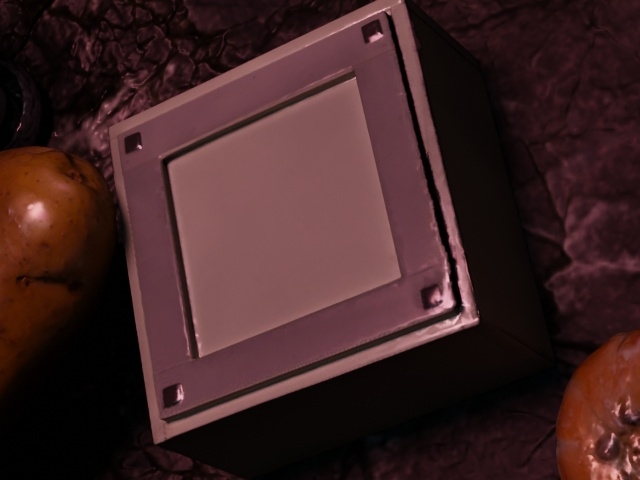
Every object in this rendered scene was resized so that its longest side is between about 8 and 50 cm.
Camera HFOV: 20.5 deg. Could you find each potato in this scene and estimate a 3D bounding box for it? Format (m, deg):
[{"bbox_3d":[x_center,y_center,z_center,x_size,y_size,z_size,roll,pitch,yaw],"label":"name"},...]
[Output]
[{"bbox_3d":[-0.262,0.075,1.184,0.176,0.195,0.369,43,114,2],"label":"potato"}]

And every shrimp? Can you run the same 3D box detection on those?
[{"bbox_3d":[0.209,0.123,0.975,0.187,0.052,0.132,24,97,43],"label":"shrimp"}]

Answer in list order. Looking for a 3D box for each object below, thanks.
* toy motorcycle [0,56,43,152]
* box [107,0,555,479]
[{"bbox_3d":[-0.382,-0.092,1.380,0.341,0.108,0.223,-27,69,12],"label":"toy motorcycle"},{"bbox_3d":[0.000,0.000,1.102,0.225,0.117,0.225,-23,61,22],"label":"box"}]
